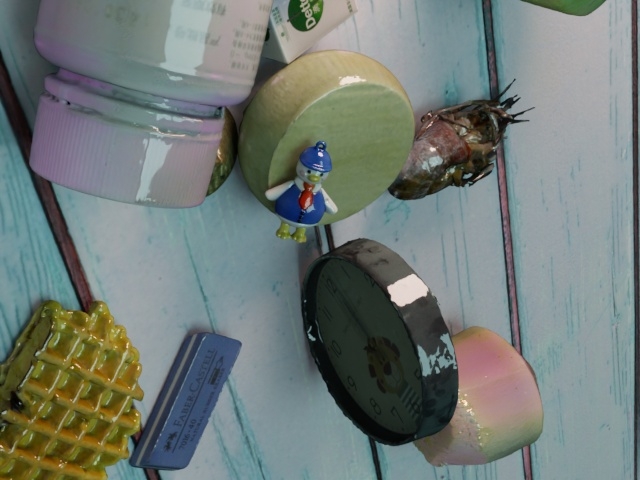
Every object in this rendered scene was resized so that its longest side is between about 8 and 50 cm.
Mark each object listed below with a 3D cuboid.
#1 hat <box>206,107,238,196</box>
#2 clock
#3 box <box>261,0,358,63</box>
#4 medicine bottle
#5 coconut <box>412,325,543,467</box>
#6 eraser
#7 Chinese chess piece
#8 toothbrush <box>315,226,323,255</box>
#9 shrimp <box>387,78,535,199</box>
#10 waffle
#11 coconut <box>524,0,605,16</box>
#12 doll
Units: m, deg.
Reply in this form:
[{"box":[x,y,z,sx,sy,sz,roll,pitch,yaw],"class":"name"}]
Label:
[{"box":[-0.146,-0.110,1.281,0.146,0.067,0.146,-19,120,-37],"class":"hat"},{"box":[0.078,0.151,1.438,0.061,0.313,0.312,-21,122,-29],"class":"clock"},{"box":[-0.046,-0.348,1.263,0.139,0.073,0.194,-41,132,-23],"class":"box"},{"box":[-0.188,-0.205,1.073,0.241,0.241,0.301,4,106,-44],"class":"medicine bottle"},{"box":[0.277,0.278,1.756,0.245,0.233,0.233,-17,120,-29],"class":"coconut"},{"box":[-0.192,0.233,1.415,0.082,0.036,0.225,24,91,-48],"class":"eraser"},{"box":[0.008,-0.139,1.344,0.250,0.101,0.250,-22,138,-21],"class":"Chinese chess piece"},{"box":[0.000,0.000,1.509,0.006,0.008,0.097,-44,133,-39],"class":"toothbrush"},{"box":[0.232,-0.169,1.576,0.343,0.116,0.145,-35,153,-31],"class":"shrimp"},{"box":[-0.343,0.226,1.252,0.283,0.065,0.309,-23,122,-35],"class":"waffle"},{"box":[0.341,-0.474,1.387,0.281,0.328,0.328,-6,112,-44],"class":"coconut"},{"box":[-0.019,-0.065,1.274,0.099,0.057,0.142,14,116,-14],"class":"doll"}]
